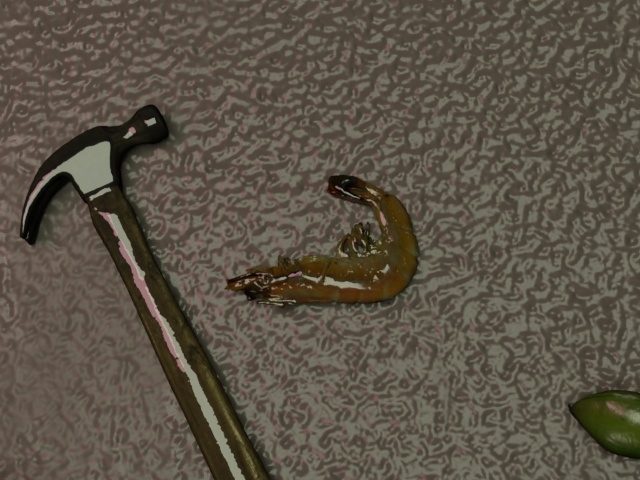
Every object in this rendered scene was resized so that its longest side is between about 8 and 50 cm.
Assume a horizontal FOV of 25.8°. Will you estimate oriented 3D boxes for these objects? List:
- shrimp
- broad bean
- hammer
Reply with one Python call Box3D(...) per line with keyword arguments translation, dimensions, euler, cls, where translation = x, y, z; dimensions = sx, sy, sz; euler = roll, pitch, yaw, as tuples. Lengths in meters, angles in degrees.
Box3D(translation=(0.000, 0.000, 1.273), dimensions=(0.178, 0.034, 0.124), euler=(-2, 77, 4), cls="shrimp")
Box3D(translation=(0.359, 0.192, 1.171), dimensions=(0.318, 0.098, 0.056), euler=(17, 51, 22), cls="broad bean")
Box3D(translation=(-0.127, 0.096, 1.264), dimensions=(0.168, 0.044, 0.440), euler=(-29, 79, 0), cls="hammer")
